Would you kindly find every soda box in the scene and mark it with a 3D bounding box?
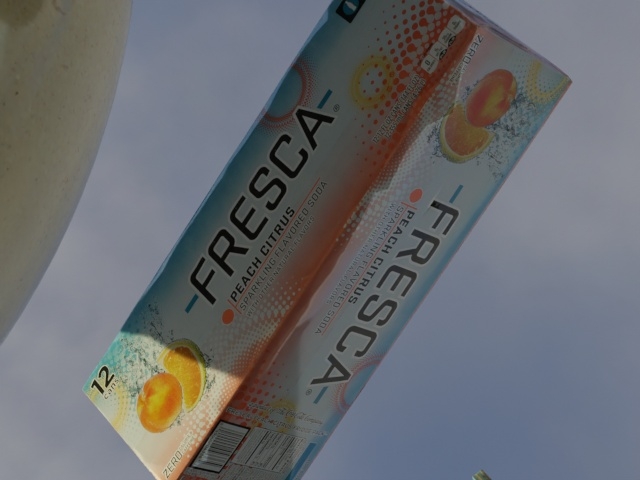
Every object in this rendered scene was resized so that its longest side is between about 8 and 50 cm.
[{"bbox_3d":[0.000,0.000,0.575,0.063,0.058,0.183,43,-76,40],"label":"soda box"}]

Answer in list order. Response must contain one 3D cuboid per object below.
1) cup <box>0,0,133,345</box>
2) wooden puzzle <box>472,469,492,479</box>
[{"bbox_3d":[-0.248,-0.112,1.001,0.331,0.331,0.237,39,-110,3],"label":"cup"},{"bbox_3d":[0.087,0.130,0.769,0.006,0.083,0.049,-36,-121,-13],"label":"wooden puzzle"}]
